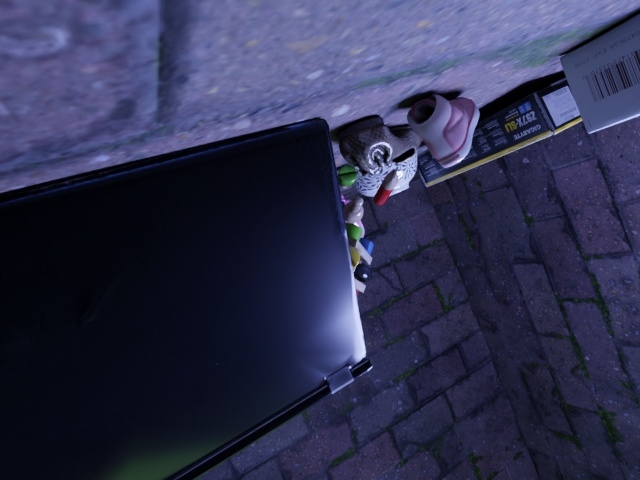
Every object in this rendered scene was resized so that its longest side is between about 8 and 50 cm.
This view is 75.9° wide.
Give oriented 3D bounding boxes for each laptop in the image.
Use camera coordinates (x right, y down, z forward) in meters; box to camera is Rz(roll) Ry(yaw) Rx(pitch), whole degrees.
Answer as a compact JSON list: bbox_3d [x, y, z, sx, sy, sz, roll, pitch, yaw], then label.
[{"bbox_3d":[-0.168,0.124,0.435,0.382,0.236,0.408,-22,169,-27],"label":"laptop"}]

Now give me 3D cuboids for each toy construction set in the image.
[{"bbox_3d":[0.005,-0.022,0.644,0.309,0.257,0.237,-43,173,-12],"label":"toy construction set"}]

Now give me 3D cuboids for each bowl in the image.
[{"bbox_3d":[0.139,-0.134,0.867,0.170,0.080,0.170,-22,-179,0],"label":"bowl"}]

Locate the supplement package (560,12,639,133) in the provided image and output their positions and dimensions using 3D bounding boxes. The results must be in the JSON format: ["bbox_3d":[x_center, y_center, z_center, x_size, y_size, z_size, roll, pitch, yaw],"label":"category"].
[{"bbox_3d":[0.408,-0.216,0.510,0.180,0.105,0.105,-22,-179,-31],"label":"supplement package"}]

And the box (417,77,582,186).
[{"bbox_3d":[0.377,-0.219,0.797,0.257,0.079,0.322,-28,-176,-23],"label":"box"}]

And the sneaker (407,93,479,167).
[{"bbox_3d":[0.140,-0.146,0.469,0.051,0.070,0.134,-32,-156,41],"label":"sneaker"}]

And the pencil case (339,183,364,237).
[{"bbox_3d":[-0.104,0.000,0.909,0.387,0.167,0.160,-22,-144,-8],"label":"pencil case"}]

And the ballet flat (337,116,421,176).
[{"bbox_3d":[0.086,-0.116,0.540,0.084,0.058,0.250,-20,-178,22],"label":"ballet flat"}]
